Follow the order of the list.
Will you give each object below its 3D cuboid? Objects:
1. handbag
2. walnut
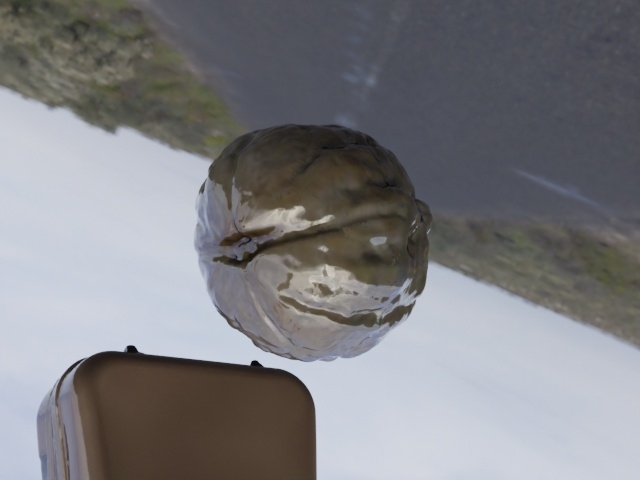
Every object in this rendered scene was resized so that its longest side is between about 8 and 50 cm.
[{"bbox_3d":[-0.147,0.267,1.142,0.301,0.283,0.149,11,148,-35],"label":"handbag"},{"bbox_3d":[0.002,-0.001,0.783,0.178,0.178,0.230,25,-165,18],"label":"walnut"}]
